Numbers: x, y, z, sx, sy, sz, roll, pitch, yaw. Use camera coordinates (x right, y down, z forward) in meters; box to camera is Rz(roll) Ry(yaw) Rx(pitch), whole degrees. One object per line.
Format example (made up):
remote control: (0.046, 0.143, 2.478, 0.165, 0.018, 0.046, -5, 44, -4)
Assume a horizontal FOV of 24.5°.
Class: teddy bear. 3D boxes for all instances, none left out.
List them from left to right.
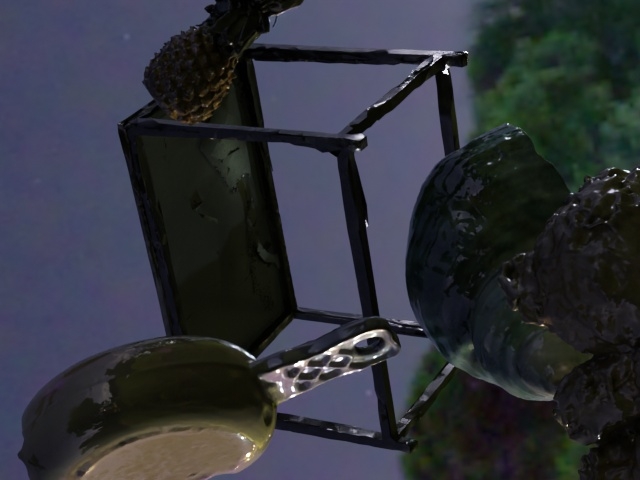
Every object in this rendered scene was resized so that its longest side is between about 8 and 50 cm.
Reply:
teddy bear: (0.262, 0.063, 1.104, 0.256, 0.267, 0.156, 58, -169, 15)

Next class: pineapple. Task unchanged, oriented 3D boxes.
pineapple: (-0.079, -0.172, 1.234, 0.074, 0.159, 0.074, 41, -171, -8)

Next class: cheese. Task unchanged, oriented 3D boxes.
cheese: (-0.077, 0.121, 1.086, 0.163, 0.286, 0.082, 61, -168, -57)

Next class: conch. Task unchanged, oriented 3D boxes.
conch: (0.181, 0.041, 1.345, 0.195, 0.220, 0.277, 11, -140, -19)

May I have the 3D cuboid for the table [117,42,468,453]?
table: (0.000, 0.000, 1.478, 0.222, 0.272, 0.335, -43, -49, -48)
